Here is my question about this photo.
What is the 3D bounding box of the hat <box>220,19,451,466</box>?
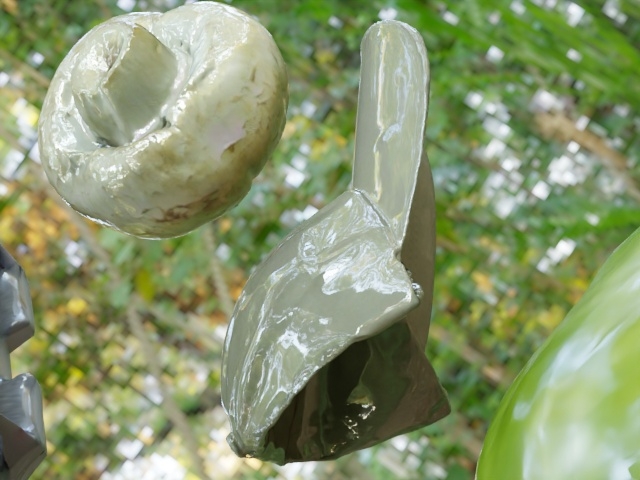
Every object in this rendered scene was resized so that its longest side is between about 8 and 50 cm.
[{"bbox_3d":[0.000,0.000,0.841,0.144,0.173,0.166,-20,-25,-3],"label":"hat"}]

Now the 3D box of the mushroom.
[{"bbox_3d":[-0.086,-0.069,0.993,0.112,0.148,0.148,39,-96,-38],"label":"mushroom"}]

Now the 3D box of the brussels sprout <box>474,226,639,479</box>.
[{"bbox_3d":[0.225,0.073,0.542,0.281,0.289,0.354,-44,-4,-38],"label":"brussels sprout"}]

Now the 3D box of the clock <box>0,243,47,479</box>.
[{"bbox_3d":[-0.240,0.036,1.095,0.083,0.253,0.186,-20,-45,4],"label":"clock"}]
